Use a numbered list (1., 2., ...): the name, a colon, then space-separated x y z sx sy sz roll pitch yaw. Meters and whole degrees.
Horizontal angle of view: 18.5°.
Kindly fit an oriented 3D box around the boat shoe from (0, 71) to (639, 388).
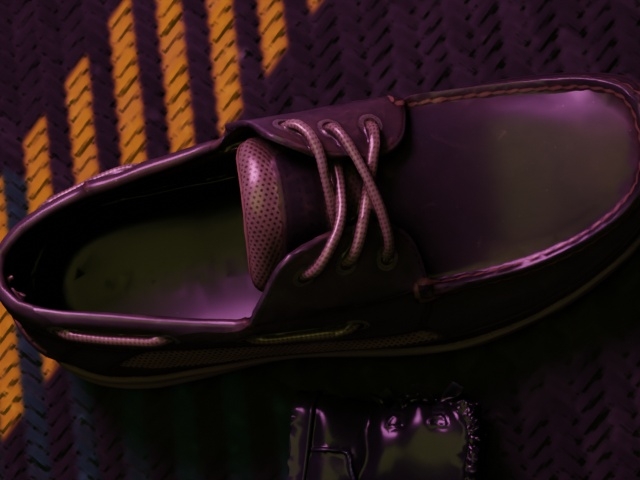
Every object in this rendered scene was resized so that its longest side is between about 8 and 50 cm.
1. boat shoe: 0.000 0.000 0.972 0.355 0.130 0.132 -18 78 16

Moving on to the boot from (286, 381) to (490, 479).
1. boot: 0.033 0.130 0.995 0.099 0.045 0.121 2 86 13
